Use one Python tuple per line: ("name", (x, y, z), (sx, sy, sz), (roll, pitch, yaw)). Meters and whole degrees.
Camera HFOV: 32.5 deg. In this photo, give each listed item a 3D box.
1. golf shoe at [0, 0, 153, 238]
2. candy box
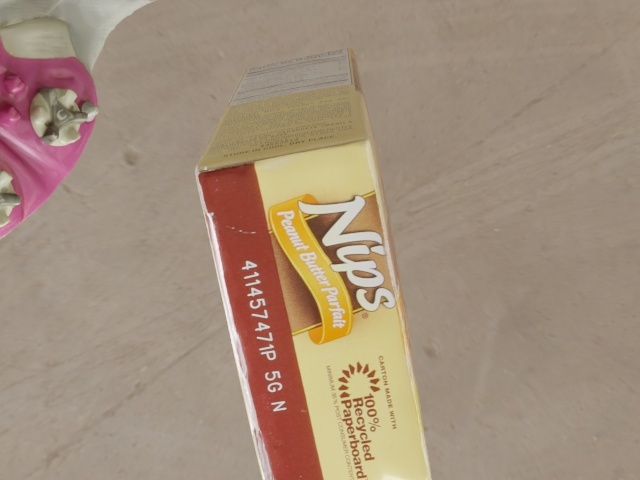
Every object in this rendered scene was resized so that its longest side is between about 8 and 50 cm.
("golf shoe", (-0.165, -0.091, 0.505), (0.115, 0.140, 0.306), (54, 48, -32))
("candy box", (0.000, 0.000, 0.656), (0.087, 0.316, 0.183), (-10, 107, 3))
